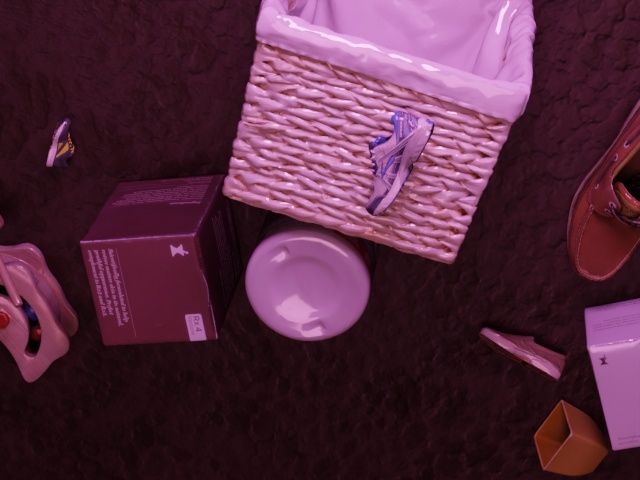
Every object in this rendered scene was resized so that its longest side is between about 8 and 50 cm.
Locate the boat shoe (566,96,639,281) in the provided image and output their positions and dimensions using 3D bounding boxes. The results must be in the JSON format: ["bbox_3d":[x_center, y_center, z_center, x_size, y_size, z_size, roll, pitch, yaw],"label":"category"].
[{"bbox_3d":[0.412,-0.064,1.862,0.111,0.104,0.307,17,118,-1],"label":"boat shoe"}]

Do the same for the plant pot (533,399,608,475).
[{"bbox_3d":[0.382,0.304,2.070,0.083,0.081,0.081,23,118,-17],"label":"plant pot"}]

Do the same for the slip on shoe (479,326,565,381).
[{"bbox_3d":[0.298,0.158,2.029,0.135,0.051,0.041,29,77,2],"label":"slip on shoe"}]

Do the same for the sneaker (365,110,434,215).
[{"bbox_3d":[0.078,-0.091,1.575,0.058,0.052,0.135,29,116,2],"label":"sneaker"}]

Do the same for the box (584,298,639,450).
[{"bbox_3d":[0.483,0.183,1.968,0.181,0.119,0.182,-11,114,14],"label":"box"}]

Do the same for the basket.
[{"bbox_3d":[0.076,-0.188,1.731,0.331,0.328,0.266,15,122,-1],"label":"basket"}]

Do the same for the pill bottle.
[{"bbox_3d":[0.000,0.000,1.854,0.161,0.283,0.161,3,116,7],"label":"pill bottle"}]

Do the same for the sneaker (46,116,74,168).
[{"bbox_3d":[-0.369,-0.140,1.984,0.035,0.031,0.083,16,123,-15],"label":"sneaker"}]

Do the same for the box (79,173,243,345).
[{"bbox_3d":[-0.218,0.024,1.944,0.167,0.203,0.168,-3,115,10],"label":"box"}]

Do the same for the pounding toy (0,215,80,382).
[{"bbox_3d":[-0.482,0.098,2.046,0.154,0.155,0.269,-22,112,13],"label":"pounding toy"}]
